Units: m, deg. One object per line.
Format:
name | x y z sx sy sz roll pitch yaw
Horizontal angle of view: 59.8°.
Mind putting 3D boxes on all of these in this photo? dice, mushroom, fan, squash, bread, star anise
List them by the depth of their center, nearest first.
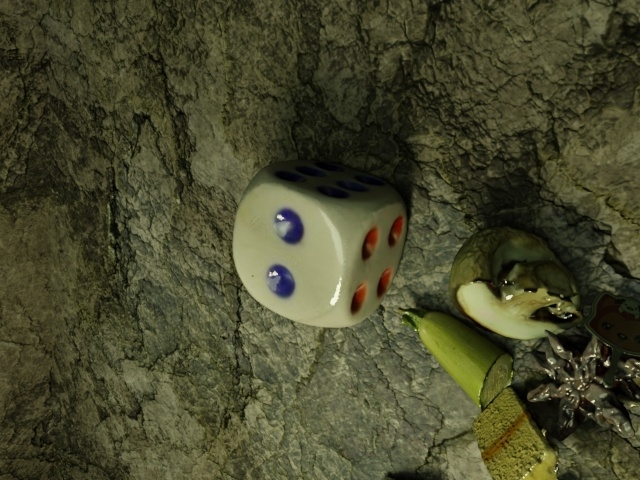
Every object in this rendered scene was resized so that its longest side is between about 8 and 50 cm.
fan | 0.541 0.179 1.003 0.132 0.220 0.009 24 141 23
star anise | 0.508 0.267 1.069 0.283 0.129 0.212 -34 63 51
mushroom | 0.377 0.078 1.109 0.267 0.164 0.189 14 146 -7
bread | 0.406 0.441 1.153 0.142 0.266 0.178 -22 100 9
squash | 0.304 0.226 1.243 0.287 0.137 0.137 48 126 22
dice | 0.000 0.000 1.267 0.304 0.277 0.304 24 116 29

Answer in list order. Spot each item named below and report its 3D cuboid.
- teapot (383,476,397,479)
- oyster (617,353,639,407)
teapot | 0.244 0.710 1.441 0.163 0.221 0.178 -15 87 -3
oyster | 0.598 0.272 1.085 0.148 0.051 0.103 50 121 50
